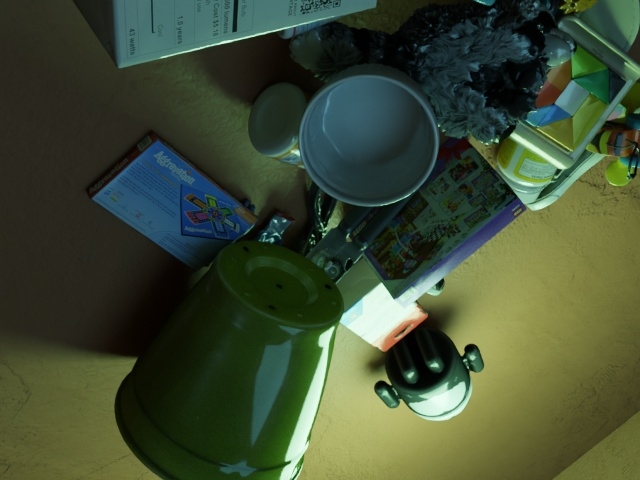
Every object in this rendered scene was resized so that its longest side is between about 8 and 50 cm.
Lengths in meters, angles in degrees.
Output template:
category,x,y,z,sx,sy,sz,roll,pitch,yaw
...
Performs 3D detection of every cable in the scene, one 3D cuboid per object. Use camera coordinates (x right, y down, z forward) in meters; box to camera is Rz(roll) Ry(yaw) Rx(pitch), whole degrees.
category,x,y,z,sx,sy,sz,roll,pitch,yaw
cable,0.000,0.000,1.983,0.139,0.072,0.287,-6,136,-41

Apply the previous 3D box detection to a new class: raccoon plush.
category,x,y,z,sx,sy,sz,roll,pitch,yaw
raccoon plush,0.194,-0.345,1.713,0.446,0.299,0.216,22,124,-7

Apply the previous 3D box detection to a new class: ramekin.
category,x,y,z,sx,sy,sz,roll,pitch,yaw
ramekin,0.075,-0.166,1.593,0.207,0.109,0.207,3,118,6

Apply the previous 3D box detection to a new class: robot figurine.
category,x,y,z,sx,sy,sz,roll,pitch,yaw
robot figurine,0.249,0.307,2.442,0.174,0.209,0.278,-67,151,-22

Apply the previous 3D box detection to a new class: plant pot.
category,x,y,z,sx,sy,sz,roll,pitch,yaw
plant pot,-0.134,0.203,1.877,0.366,0.366,0.353,0,127,-39

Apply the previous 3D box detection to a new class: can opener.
category,x,y,z,sx,sy,sz,roll,pitch,yaw
can opener,0.067,-0.017,1.980,0.283,0.076,0.095,-48,177,-11

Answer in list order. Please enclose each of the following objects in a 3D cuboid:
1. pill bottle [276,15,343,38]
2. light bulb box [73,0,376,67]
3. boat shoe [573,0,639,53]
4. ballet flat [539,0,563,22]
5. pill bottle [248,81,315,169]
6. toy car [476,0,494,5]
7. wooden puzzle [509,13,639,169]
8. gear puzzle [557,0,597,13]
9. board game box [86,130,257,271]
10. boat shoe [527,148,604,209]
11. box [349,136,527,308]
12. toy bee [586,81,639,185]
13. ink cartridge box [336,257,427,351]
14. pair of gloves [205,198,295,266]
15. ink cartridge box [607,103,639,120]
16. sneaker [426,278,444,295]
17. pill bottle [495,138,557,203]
category,x,y,z,sx,sy,sz,roll,pitch,yaw
pill bottle,0.001,-0.361,1.559,0.160,0.087,0.087,-25,143,-15
light bulb box,-0.118,-0.439,1.257,0.361,0.225,0.358,-18,140,-23
boat shoe,0.505,-0.444,1.850,0.324,0.116,0.097,79,29,-51
ballet flat,0.378,-0.350,1.890,0.074,0.074,0.203,-5,133,-35
pill bottle,-0.004,-0.172,1.741,0.216,0.121,0.121,15,122,-47
toy car,0.240,-0.479,1.577,0.238,0.210,0.219,-23,139,-66
wooden puzzle,0.440,-0.255,1.901,0.221,0.044,0.239,26,111,-32
gear puzzle,0.423,-0.446,1.662,0.175,0.044,0.339,-20,158,-5
board game box,-0.236,-0.057,1.749,0.145,0.027,0.281,-39,140,9
boat shoe,0.497,-0.154,2.215,0.070,0.078,0.219,36,116,-19
box,0.209,-0.040,1.994,0.293,0.201,0.057,-39,143,7
toy bee,0.575,-0.211,2.058,0.298,0.162,0.195,12,94,-61
ink cartridge box,0.116,0.135,2.224,0.134,0.078,0.231,-40,144,8
pair of gloves,-0.137,-0.002,1.915,0.198,0.023,0.159,14,124,-45
ink cartridge box,0.598,-0.271,2.160,0.209,0.062,0.109,13,123,-46
sneaker,0.218,0.059,2.231,0.077,0.072,0.178,-55,147,9
pill bottle,0.411,-0.180,2.065,0.119,0.119,0.208,-11,138,-30
